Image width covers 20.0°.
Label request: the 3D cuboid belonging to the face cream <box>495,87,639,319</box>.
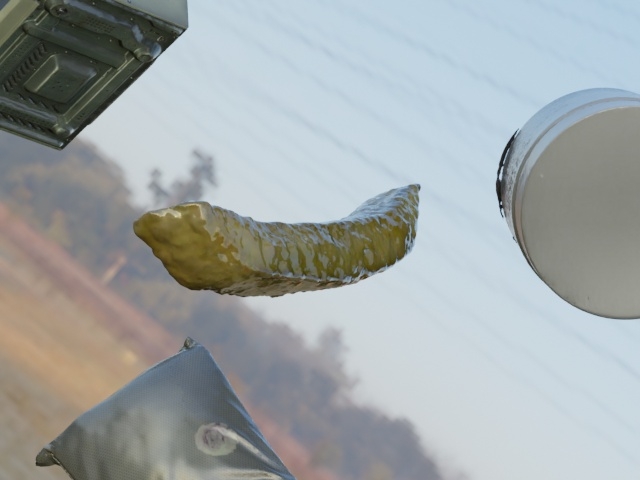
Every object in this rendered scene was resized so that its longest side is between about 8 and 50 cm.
[{"bbox_3d":[0.242,-0.034,1.508,0.177,0.177,0.153,42,6,-9],"label":"face cream"}]

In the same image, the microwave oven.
[{"bbox_3d":[-0.260,-0.219,1.831,0.194,0.145,0.240,22,-42,-31],"label":"microwave oven"}]

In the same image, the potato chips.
[{"bbox_3d":[0.000,0.000,1.311,0.407,0.057,0.080,-9,73,-65],"label":"potato chips"}]

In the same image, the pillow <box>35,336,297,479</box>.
[{"bbox_3d":[-0.083,0.196,1.307,0.255,0.169,0.059,50,-14,23],"label":"pillow"}]
